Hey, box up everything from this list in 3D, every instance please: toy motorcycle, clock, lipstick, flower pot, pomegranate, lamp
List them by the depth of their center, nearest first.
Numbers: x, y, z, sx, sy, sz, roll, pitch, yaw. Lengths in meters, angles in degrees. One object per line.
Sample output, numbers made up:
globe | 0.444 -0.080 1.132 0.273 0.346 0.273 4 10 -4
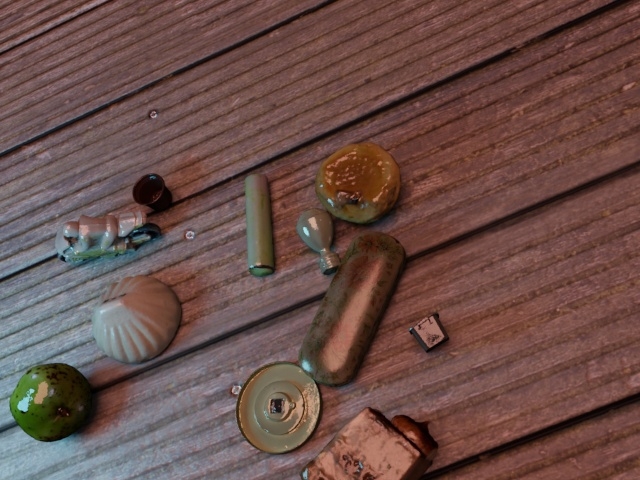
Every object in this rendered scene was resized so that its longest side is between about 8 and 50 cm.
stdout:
clock | -0.108 0.426 1.730 0.235 0.029 0.235 -7 65 15
lamp | 0.000 0.000 1.851 0.106 0.106 0.193 -23 72 7
pomegranate | -0.743 0.434 1.852 0.248 0.214 0.214 6 64 57
lipstick | -0.178 -0.045 1.936 0.076 0.076 0.304 -12 64 12
toy motorcycle | -0.653 -0.013 1.992 0.341 0.223 0.107 -15 66 9
flower pot | -0.508 -0.138 2.073 0.111 0.089 0.111 -7 64 15

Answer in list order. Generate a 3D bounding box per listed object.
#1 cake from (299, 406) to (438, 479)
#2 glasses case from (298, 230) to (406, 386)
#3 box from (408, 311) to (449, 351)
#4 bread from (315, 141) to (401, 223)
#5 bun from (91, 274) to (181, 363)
cake | 0.123 0.496 1.531 0.199 0.196 0.293 39 84 29
glasses case | 0.084 0.171 1.742 0.156 0.098 0.425 19 73 26
box | 0.269 0.228 1.652 0.084 0.122 0.069 -33 73 3
bread | 0.112 -0.149 1.859 0.244 0.134 0.244 -7 67 17
bun | -0.541 0.204 1.886 0.263 0.175 0.263 -6 65 13
